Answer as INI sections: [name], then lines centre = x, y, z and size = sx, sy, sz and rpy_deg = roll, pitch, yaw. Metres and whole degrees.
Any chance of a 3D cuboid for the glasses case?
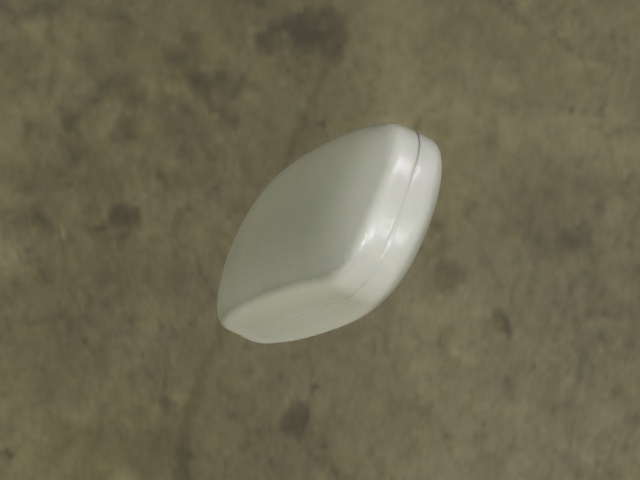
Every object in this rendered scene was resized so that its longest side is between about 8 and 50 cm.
[glasses case]
centre = 0.000, 0.000, 0.826
size = 0.049, 0.193, 0.074
rpy_deg = 24, 73, -15
